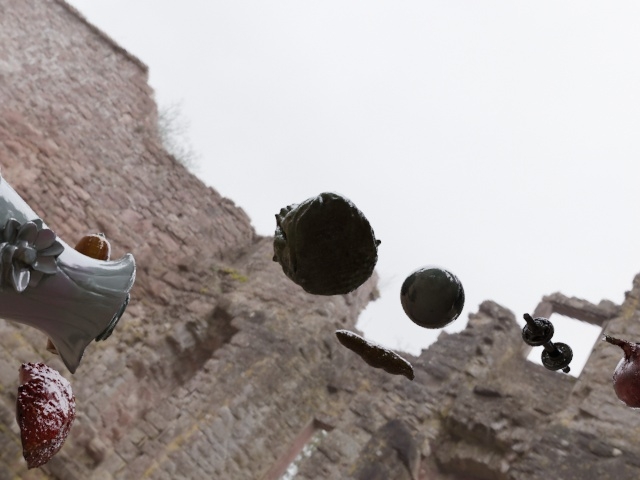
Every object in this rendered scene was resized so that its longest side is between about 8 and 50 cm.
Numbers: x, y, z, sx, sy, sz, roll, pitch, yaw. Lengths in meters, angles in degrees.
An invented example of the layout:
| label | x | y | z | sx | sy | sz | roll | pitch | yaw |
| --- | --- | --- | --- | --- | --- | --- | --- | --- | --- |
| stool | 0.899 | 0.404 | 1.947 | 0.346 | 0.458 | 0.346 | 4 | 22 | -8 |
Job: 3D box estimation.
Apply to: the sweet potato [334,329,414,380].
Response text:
| label | x | y | z | sx | sy | sz | roll | pitch | yaw |
| --- | --- | --- | --- | --- | --- | --- | --- | --- | --- |
| sweet potato | 0.137 | 0.290 | 1.569 | 0.273 | 0.067 | 0.067 | 30 | -27 | -20 |

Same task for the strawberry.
| label | x | y | z | sx | sy | sz | roll | pitch | yaw |
| --- | --- | --- | --- | --- | --- | --- | --- | --- | --- |
| strawberry | -0.403 | 0.253 | 0.901 | 0.187 | 0.082 | 0.147 | -139 | -142 | -65 |

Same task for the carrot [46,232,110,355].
| label | x | y | z | sx | sy | sz | roll | pitch | yaw |
| --- | --- | --- | --- | --- | --- | --- | --- | --- | --- |
| carrot | -0.417 | 0.087 | 1.074 | 0.067 | 0.225 | 0.067 | 5 | -26 | 2 |

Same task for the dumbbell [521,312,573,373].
| label | x | y | z | sx | sy | sz | roll | pitch | yaw |
| --- | --- | --- | --- | --- | --- | --- | --- | --- | --- |
| dumbbell | 0.552 | 0.252 | 1.501 | 0.081 | 0.082 | 0.254 | 1 | -37 | 48 |

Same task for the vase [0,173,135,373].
| label | x | y | z | sx | sy | sz | roll | pitch | yaw |
| --- | --- | --- | --- | --- | --- | --- | --- | --- | --- |
| vase | -0.467 | 0.001 | 0.810 | 0.445 | 0.250 | 0.250 | 33 | -27 | -23 |

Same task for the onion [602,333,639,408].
| label | x | y | z | sx | sy | sz | roll | pitch | yaw |
| --- | --- | --- | --- | --- | --- | --- | --- | --- | --- |
| onion | 0.543 | 0.203 | 1.057 | 0.140 | 0.150 | 0.150 | 42 | -32 | 16 |

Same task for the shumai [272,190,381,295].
| label | x | y | z | sx | sy | sz | roll | pitch | yaw |
| --- | --- | --- | --- | --- | --- | --- | --- | --- | --- |
| shumai | 0.005 | 0.004 | 1.072 | 0.184 | 0.184 | 0.142 | 61 | -3 | -23 |

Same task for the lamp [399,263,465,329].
| label | x | y | z | sx | sy | sz | roll | pitch | yaw |
| --- | --- | --- | --- | --- | --- | --- | --- | --- | --- |
| lamp | 0.177 | 0.088 | 0.974 | 0.105 | 0.105 | 0.105 | 30 | -35 | 24 |
